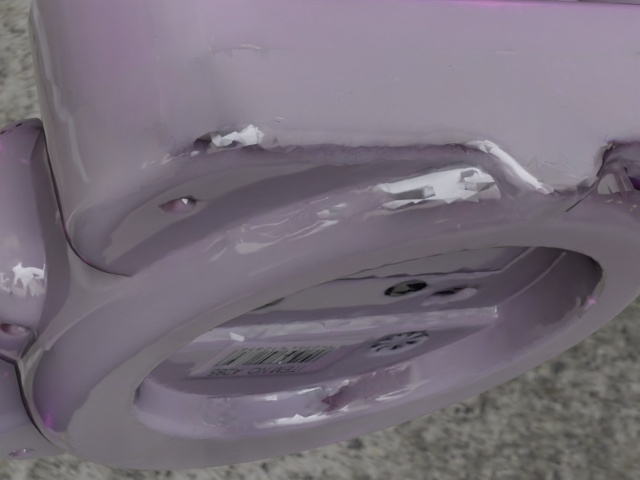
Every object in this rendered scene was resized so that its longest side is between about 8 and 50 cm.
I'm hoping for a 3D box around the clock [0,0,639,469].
[{"bbox_3d":[0.000,0.000,0.631,0.295,0.322,0.113,-3,66,-29],"label":"clock"}]
